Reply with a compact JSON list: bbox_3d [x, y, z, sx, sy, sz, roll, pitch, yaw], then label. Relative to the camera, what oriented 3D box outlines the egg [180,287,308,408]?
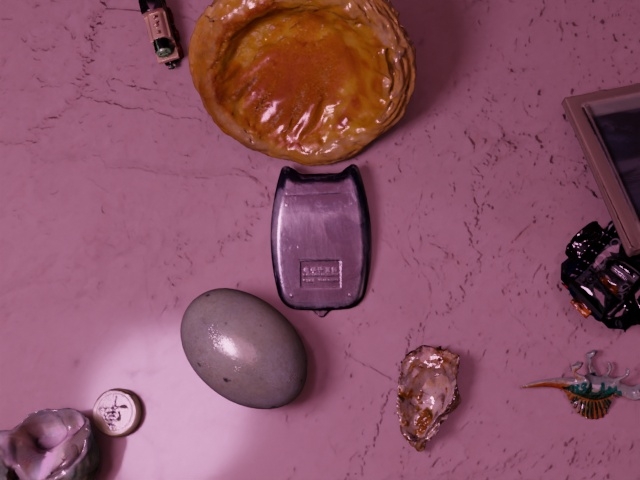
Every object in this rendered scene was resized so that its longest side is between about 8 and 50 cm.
[{"bbox_3d":[-0.126,0.179,1.519,0.236,0.169,0.169,40,85,7],"label":"egg"}]

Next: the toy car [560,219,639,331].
[{"bbox_3d":[0.537,0.014,1.521,0.301,0.118,0.193,-41,70,-3],"label":"toy car"}]

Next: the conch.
[{"bbox_3d":[-0.503,0.390,1.520,0.277,0.195,0.220,-12,65,26],"label":"conch"}]

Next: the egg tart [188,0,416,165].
[{"bbox_3d":[-0.026,-0.308,1.562,0.388,0.388,0.169,-1,36,5],"label":"egg tart"}]

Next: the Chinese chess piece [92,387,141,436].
[{"bbox_3d":[-0.351,0.297,1.585,0.084,0.034,0.084,-1,80,6],"label":"Chinese chess piece"}]

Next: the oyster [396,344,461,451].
[{"bbox_3d":[0.180,0.263,1.535,0.105,0.056,0.177,1,78,17],"label":"oyster"}]

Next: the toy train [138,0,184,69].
[{"bbox_3d":[-0.293,-0.386,1.689,0.050,0.087,0.138,-17,77,5],"label":"toy train"}]

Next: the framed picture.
[{"bbox_3d":[0.662,-0.153,1.513,0.446,0.028,0.326,-11,57,-3],"label":"framed picture"}]

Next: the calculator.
[{"bbox_3d":[0.000,0.000,1.604,0.177,0.040,0.268,-2,90,4],"label":"calculator"}]

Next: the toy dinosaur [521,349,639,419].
[{"bbox_3d":[0.441,0.249,1.524,0.187,0.044,0.106,-26,93,-1],"label":"toy dinosaur"}]
